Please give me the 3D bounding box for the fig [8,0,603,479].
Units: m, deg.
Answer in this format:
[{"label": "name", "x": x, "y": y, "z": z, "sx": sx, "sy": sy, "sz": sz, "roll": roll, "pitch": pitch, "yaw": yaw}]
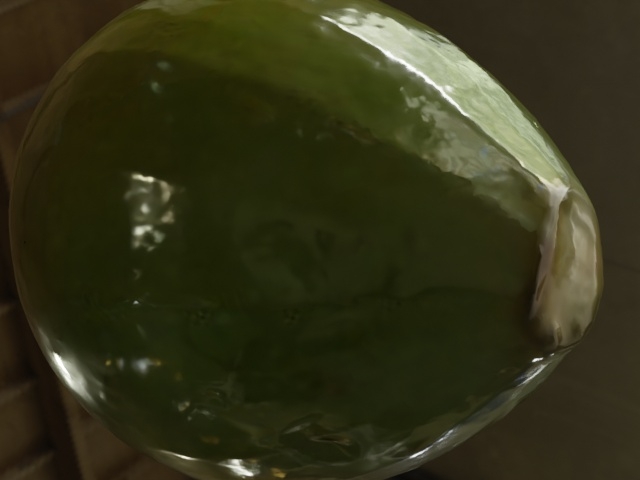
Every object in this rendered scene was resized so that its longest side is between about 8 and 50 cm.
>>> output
[{"label": "fig", "x": -0.003, "y": 0.007, "z": 0.560, "sx": 0.207, "sy": 0.230, "sz": 0.207, "roll": -45, "pitch": -26, "yaw": -29}]
